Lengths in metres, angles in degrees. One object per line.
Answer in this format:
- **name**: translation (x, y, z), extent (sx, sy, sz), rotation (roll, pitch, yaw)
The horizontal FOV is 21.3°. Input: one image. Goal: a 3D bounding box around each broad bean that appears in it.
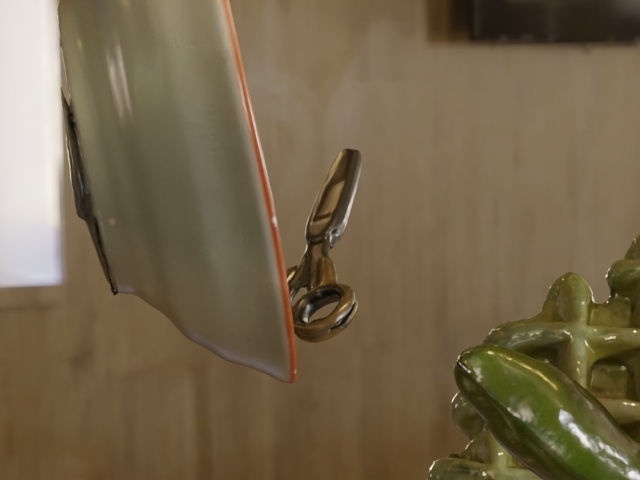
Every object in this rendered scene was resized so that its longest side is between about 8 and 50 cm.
- **broad bean**: translation (0.156, 0.119, 0.829), extent (0.254, 0.065, 0.046), rotation (33, -58, -28)

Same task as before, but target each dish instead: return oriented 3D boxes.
- **dish**: translation (-0.077, -0.051, 0.816), extent (0.085, 0.260, 0.260), rotation (-12, 4, -5)

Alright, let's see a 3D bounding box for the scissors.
- **scissors**: translation (0.000, 0.000, 1.137), extent (0.088, 0.017, 0.220), rotation (-16, 31, 24)

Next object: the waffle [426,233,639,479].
- **waffle**: translation (0.228, 0.144, 0.991), extent (0.292, 0.309, 0.056), rotation (-33, -16, -17)
